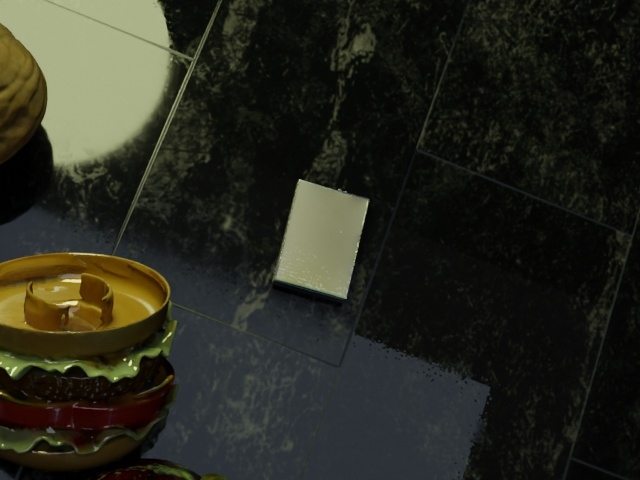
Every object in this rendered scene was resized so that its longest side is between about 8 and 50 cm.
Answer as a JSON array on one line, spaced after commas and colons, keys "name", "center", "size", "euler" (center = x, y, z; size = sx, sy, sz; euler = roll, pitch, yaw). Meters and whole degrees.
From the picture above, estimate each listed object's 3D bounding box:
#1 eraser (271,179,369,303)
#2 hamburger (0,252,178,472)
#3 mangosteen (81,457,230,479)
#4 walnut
[{"name": "eraser", "center": [0.000, 0.000, 1.684], "size": [0.103, 0.023, 0.150], "euler": [16, 72, -6]}, {"name": "hamburger", "center": [-0.298, 0.153, 1.468], "size": [0.274, 0.274, 0.212], "euler": [2, 110, -10]}, {"name": "mangosteen", "center": [-0.181, 0.377, 1.408], "size": [0.287, 0.288, 0.288], "euler": [3, 74, -9]}, {"name": "walnut", "center": [-0.455, -0.175, 1.549], "size": [0.227, 0.228, 0.228], "euler": [3, 74, -9]}]
